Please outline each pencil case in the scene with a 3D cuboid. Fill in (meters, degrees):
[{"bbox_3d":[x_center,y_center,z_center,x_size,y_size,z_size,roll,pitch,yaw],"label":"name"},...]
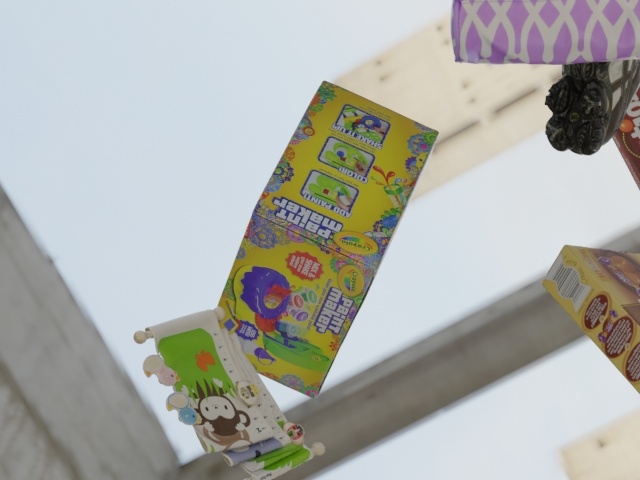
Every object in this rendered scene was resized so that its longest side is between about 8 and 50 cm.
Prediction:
[{"bbox_3d":[0.205,-0.189,1.410,0.088,0.206,0.086,73,-167,-73],"label":"pencil case"}]

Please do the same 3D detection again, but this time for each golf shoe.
[{"bbox_3d":[0.259,-0.177,1.575,0.077,0.198,0.094,24,-160,28],"label":"golf shoe"}]

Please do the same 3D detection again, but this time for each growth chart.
[{"bbox_3d":[-0.110,0.183,2.006,0.237,0.021,0.172,55,-142,5],"label":"growth chart"}]

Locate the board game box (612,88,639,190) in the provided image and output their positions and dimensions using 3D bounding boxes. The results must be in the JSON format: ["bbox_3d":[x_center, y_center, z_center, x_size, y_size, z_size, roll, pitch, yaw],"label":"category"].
[{"bbox_3d":[0.458,-0.111,2.169,0.027,0.145,0.281,88,158,-69],"label":"board game box"}]

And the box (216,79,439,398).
[{"bbox_3d":[0.000,0.000,2.291,0.177,0.290,0.279,25,-133,1],"label":"box"}]

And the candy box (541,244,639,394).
[{"bbox_3d":[0.300,0.081,1.579,0.109,0.053,0.187,7,-150,-37],"label":"candy box"}]
